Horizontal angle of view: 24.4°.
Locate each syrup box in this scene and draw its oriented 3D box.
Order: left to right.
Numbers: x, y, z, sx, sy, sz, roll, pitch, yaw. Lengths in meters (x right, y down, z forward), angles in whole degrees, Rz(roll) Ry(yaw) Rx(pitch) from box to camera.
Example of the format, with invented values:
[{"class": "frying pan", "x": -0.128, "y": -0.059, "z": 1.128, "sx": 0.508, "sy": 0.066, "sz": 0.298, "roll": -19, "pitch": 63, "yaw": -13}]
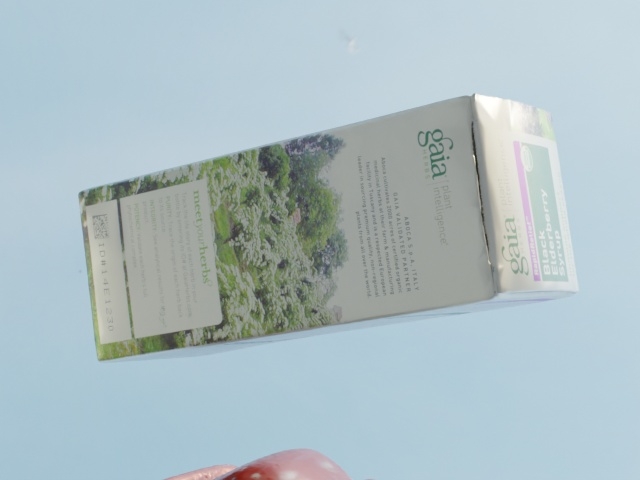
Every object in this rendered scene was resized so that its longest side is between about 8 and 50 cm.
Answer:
[{"class": "syrup box", "x": 0.000, "y": 0.000, "z": 0.739, "sx": 0.237, "sy": 0.096, "sz": 0.093, "roll": -11, "pitch": -97, "yaw": 31}]

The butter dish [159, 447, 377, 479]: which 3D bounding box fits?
[{"class": "butter dish", "x": -0.006, "y": 0.163, "z": 0.741, "sx": 0.118, "sy": 0.160, "sz": 0.160, "roll": -41, "pitch": -106, "yaw": 20}]
